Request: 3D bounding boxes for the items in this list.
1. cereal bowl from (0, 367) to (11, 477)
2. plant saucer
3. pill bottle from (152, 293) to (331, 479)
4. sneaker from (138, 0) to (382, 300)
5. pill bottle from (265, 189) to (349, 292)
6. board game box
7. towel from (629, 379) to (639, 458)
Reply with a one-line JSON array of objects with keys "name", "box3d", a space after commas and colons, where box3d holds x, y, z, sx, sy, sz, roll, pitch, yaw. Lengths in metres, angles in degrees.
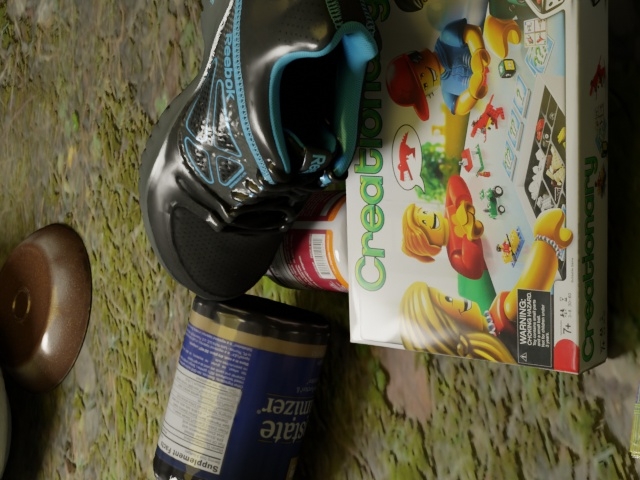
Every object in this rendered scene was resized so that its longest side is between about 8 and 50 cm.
[{"name": "cereal bowl", "box3d": [-0.460, 0.227, 1.599, 0.339, 0.141, 0.339, -14, 72, 50]}, {"name": "plant saucer", "box3d": [-0.330, 0.076, 1.567, 0.198, 0.036, 0.199, -16, 69, 48]}, {"name": "pill bottle", "box3d": [-0.074, 0.161, 1.175, 0.122, 0.122, 0.219, 19, 96, 50]}, {"name": "sneaker", "box3d": [-0.049, -0.066, 1.007, 0.140, 0.125, 0.341, 59, 146, 39]}, {"name": "pill bottle", "box3d": [0.000, 0.000, 1.154, 0.152, 0.086, 0.086, 2, 83, 50]}, {"name": "board game box", "box3d": [0.108, -0.068, 0.975, 0.193, 0.053, 0.305, 4, 101, 37]}, {"name": "towel", "box3d": [0.235, 0.109, 0.908, 0.060, 0.009, 0.083, 2, 82, 51]}]
